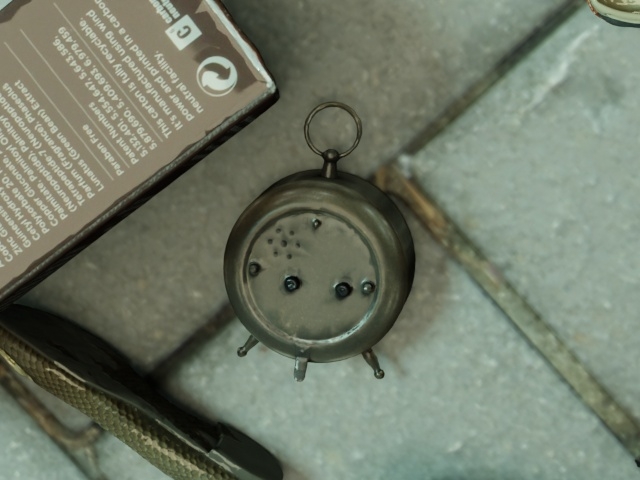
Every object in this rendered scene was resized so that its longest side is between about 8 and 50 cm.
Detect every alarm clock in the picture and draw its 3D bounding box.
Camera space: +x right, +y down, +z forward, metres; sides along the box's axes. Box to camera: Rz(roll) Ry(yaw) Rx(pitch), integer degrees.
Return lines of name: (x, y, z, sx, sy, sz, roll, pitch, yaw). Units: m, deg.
alarm clock: (0.000, 0.000, 0.933, 0.129, 0.064, 0.192, 7, 101, 9)

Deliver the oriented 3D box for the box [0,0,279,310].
box: (-0.213, -0.031, 0.857, 0.381, 0.191, 0.143, -39, 94, 2)

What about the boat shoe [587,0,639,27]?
boat shoe: (0.238, -0.156, 0.857, 0.137, 0.043, 0.049, 2, 102, 9)

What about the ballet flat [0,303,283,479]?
ballet flat: (-0.142, 0.127, 0.983, 0.250, 0.084, 0.058, 33, 106, -4)
